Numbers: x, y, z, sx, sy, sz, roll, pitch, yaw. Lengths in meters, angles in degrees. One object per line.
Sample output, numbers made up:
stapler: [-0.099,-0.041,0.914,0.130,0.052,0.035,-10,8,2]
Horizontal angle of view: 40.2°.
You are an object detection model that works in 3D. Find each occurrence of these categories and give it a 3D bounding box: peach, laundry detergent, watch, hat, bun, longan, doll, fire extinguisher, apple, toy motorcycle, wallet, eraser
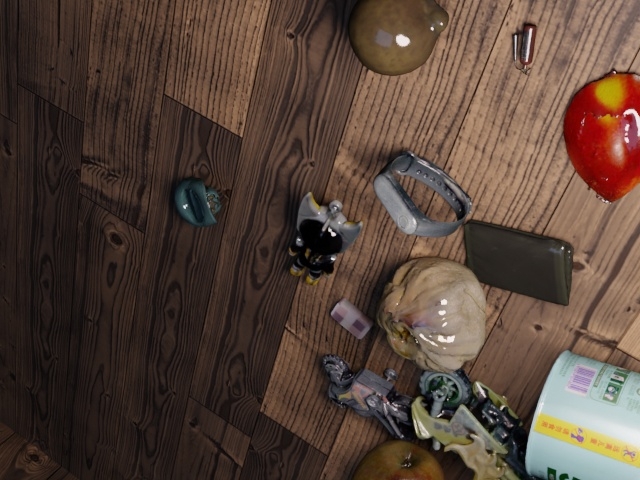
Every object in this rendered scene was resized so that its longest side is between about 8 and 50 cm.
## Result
peach: [0.545,-0.180,1.651,0.189,0.068,0.279,13,125,31]
laundry detergent: [0.622,0.407,1.827,0.305,0.287,0.287,16,126,27]
watch: [0.214,-0.098,1.859,0.206,0.193,0.068,55,138,21]
hat: [-0.308,-0.101,2.299,0.191,0.078,0.138,7,115,54]
bun: [0.245,0.174,1.976,0.282,0.205,0.281,15,116,32]
longan: [0.152,-0.417,1.709,0.205,0.159,0.184,-2,109,29]
doll: [0.004,0.002,2.124,0.145,0.103,0.316,49,144,19]
fire extinguisher: [0.384,-0.362,1.668,0.046,0.032,0.100,11,119,17]
apple: [0.204,0.658,2.308,0.257,0.257,0.233,24,131,21]
toy motorcycle: [0.380,0.474,2.122,0.410,0.169,0.237,42,135,5]
wallet: [0.426,0.045,1.896,0.245,0.052,0.168,16,132,35]
toy motorcycle: [0.130,0.410,2.307,0.307,0.108,0.173,31,140,14]
eraser: [0.081,0.201,2.251,0.105,0.026,0.065,39,136,7]
